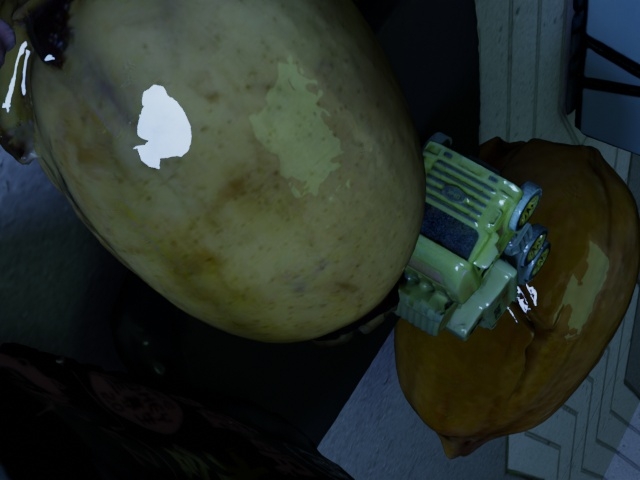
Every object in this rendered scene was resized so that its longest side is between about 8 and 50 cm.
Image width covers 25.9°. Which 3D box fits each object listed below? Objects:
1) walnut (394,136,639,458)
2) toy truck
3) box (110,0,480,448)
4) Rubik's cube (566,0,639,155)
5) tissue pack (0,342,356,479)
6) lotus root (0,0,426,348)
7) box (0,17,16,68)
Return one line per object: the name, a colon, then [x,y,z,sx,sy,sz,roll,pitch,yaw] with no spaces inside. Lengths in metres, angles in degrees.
walnut: [0.170,0.063,1.279,0.209,0.209,0.336,-26,136,-59]
toy truck: [0.094,0.012,0.973,0.116,0.085,0.191,-57,161,-7]
box: [0.000,0.000,0.972,0.350,0.091,0.359,-56,156,-23]
Rubik's cube: [0.448,-0.252,1.494,0.283,0.293,0.288,-57,155,-28]
tissue pack: [-0.064,0.167,0.695,0.123,0.245,0.332,-55,146,8]
lotus root: [-0.033,-0.037,0.679,0.183,0.182,0.310,-58,137,-21]
box: [-0.180,-0.030,0.457,0.151,0.151,0.135,46,60,-67]
